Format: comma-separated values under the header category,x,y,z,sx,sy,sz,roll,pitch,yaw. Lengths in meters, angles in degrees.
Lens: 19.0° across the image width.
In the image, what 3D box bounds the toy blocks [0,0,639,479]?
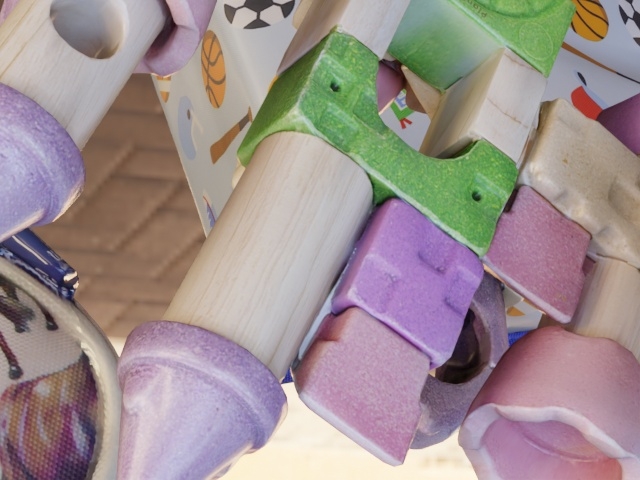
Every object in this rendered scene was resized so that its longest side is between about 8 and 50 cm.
category,x,y,z,sx,sy,sz,roll,pitch,yaw
toy blocks,0.000,0.000,0.637,0.289,0.260,0.309,36,146,-16

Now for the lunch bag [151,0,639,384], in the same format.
category,x,y,z,sx,sy,sz,roll,pitch,yaw
lunch bag,0.100,-0.092,1.343,0.386,0.327,0.239,-9,147,-21

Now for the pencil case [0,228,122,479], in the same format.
category,x,y,z,sx,sy,sz,roll,pitch,yaw
pencil case,-0.167,0.129,0.869,0.160,0.183,0.410,-19,161,-13
